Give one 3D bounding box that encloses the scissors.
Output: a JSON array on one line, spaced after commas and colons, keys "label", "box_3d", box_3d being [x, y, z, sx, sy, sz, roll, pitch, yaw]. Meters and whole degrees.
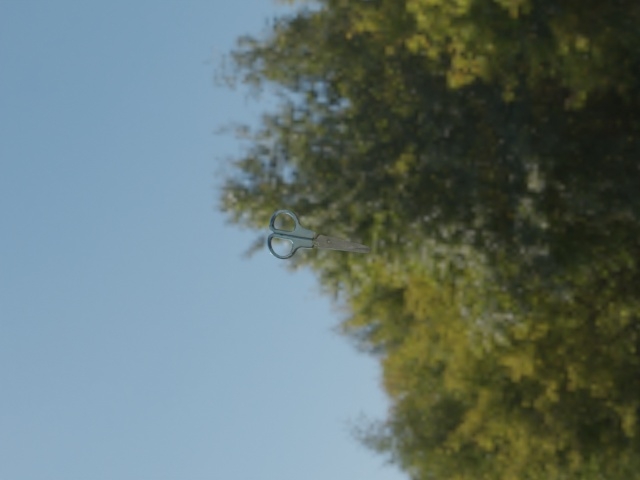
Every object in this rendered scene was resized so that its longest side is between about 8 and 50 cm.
[{"label": "scissors", "box_3d": [0.000, 0.000, 0.899, 0.006, 0.083, 0.036, -6, 77, 63]}]
